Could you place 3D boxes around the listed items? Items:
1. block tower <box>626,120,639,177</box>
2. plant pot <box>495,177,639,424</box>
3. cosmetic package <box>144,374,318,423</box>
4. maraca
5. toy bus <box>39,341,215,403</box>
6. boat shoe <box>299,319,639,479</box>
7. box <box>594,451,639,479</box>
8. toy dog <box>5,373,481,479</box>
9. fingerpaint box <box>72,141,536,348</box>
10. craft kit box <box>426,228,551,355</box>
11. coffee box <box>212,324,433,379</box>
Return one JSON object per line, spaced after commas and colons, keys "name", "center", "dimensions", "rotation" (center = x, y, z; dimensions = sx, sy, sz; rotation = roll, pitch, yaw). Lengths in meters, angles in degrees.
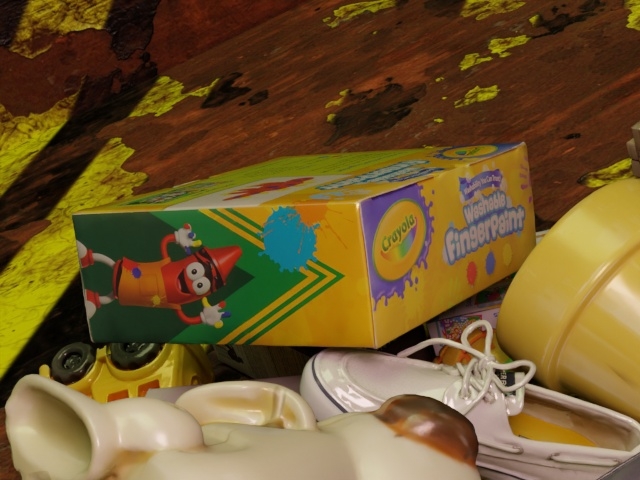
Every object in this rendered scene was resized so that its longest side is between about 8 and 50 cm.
{"name": "block tower", "center": [0.583, -0.117, 1.920], "dimensions": [0.097, 0.091, 0.335], "rotation": [-35, 30, -25]}
{"name": "plant pot", "center": [0.363, 0.099, 1.501], "dimensions": [0.254, 0.254, 0.239], "rotation": [-33, 57, -23]}
{"name": "cosmetic package", "center": [-0.046, 0.270, 1.565], "dimensions": [0.366, 0.155, 0.197], "rotation": [-7, 33, 21]}
{"name": "maraca", "center": [0.176, 0.167, 1.671], "dimensions": [0.186, 0.099, 0.127], "rotation": [-29, 1, 37]}
{"name": "toy bus", "center": [-0.256, 0.238, 1.801], "dimensions": [0.220, 0.149, 0.211], "rotation": [-17, 43, 12]}
{"name": "boat shoe", "center": [0.169, 0.165, 1.401], "dimensions": [0.367, 0.156, 0.135], "rotation": [22, 39, -7]}
{"name": "box", "center": [0.271, 0.285, 1.091], "dimensions": [0.313, 0.343, 0.179], "rotation": [-30, 68, -16]}
{"name": "toy dog", "center": [-0.031, 0.245, 1.220], "dimensions": [0.408, 0.284, 0.395], "rotation": [2, -10, -41]}
{"name": "fingerpaint box", "center": [0.000, 0.000, 1.616], "dimensions": [0.371, 0.163, 0.445], "rotation": [-2, 10, 30]}
{"name": "craft kit box", "center": [0.268, 0.056, 1.810], "dimensions": [0.247, 0.061, 0.250], "rotation": [-16, 17, 13]}
{"name": "coffee box", "center": [-0.013, 0.117, 1.856], "dimensions": [0.168, 0.118, 0.297], "rotation": [-34, 30, -26]}
